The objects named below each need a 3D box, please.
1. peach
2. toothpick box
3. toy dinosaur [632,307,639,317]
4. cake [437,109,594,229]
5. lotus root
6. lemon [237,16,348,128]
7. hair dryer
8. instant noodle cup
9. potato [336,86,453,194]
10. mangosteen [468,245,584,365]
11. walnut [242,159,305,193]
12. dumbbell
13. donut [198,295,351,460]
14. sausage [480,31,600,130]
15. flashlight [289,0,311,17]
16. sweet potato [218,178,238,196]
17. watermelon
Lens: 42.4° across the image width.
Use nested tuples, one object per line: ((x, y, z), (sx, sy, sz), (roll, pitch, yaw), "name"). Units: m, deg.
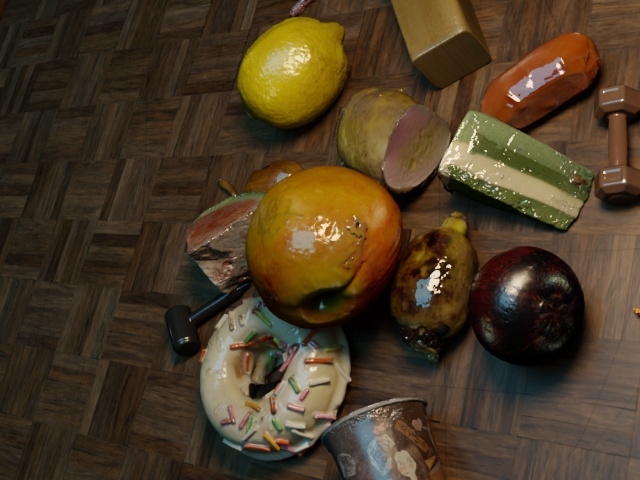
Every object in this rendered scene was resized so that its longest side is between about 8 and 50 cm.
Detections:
((0.002, 0.001, 1.693), (0.373, 0.290, 0.373), (-57, 21, 35), "peach")
((0.260, -0.527, 1.885), (0.190, 0.187, 0.308), (-27, 60, 23), "toothpick box")
((0.610, 0.210, 1.361), (0.288, 0.070, 0.117), (34, 91, 46), "toy dinosaur")
((0.373, -0.140, 1.628), (0.283, 0.172, 0.158), (27, 89, 39), "cake")
((0.227, 0.081, 1.647), (0.169, 0.141, 0.314), (6, 72, 33), "lotus root")
((-0.064, -0.413, 2.024), (0.320, 0.245, 0.245), (-42, 51, 10), "lemon")
((-0.266, 0.180, 2.027), (0.248, 0.070, 0.114), (-31, 53, 11), "hair dryer")
((0.131, 0.425, 1.526), (0.217, 0.217, 0.207), (-32, 60, 21), "instant noodle cup")
((0.133, -0.236, 1.832), (0.266, 0.229, 0.229), (27, 87, 45), "potato")
((0.367, 0.113, 1.500), (0.216, 0.216, 0.216), (-16, 61, 30), "mangosteen")
((-0.117, -0.134, 2.028), (0.207, 0.116, 0.116), (-18, 60, 39), "walnut")
((0.563, -0.182, 1.562), (0.092, 0.082, 0.231), (-8, 65, 35), "dumbbell")
((-0.114, 0.291, 1.803), (0.382, 0.142, 0.383), (-15, 62, 31), "donut")
((0.446, -0.322, 1.686), (0.258, 0.133, 0.133), (-35, 53, 23), "sausage")
((-0.040, -0.652, 2.255), (0.110, 0.031, 0.052), (-42, 27, 18), "flashlight")
((-0.241, -0.136, 2.168), (0.026, 0.026, 0.115), (-51, 48, 6), "sweet potato")
((-0.220, -0.010, 1.972), (0.310, 0.193, 0.232), (-3, 53, 28), "watermelon")
